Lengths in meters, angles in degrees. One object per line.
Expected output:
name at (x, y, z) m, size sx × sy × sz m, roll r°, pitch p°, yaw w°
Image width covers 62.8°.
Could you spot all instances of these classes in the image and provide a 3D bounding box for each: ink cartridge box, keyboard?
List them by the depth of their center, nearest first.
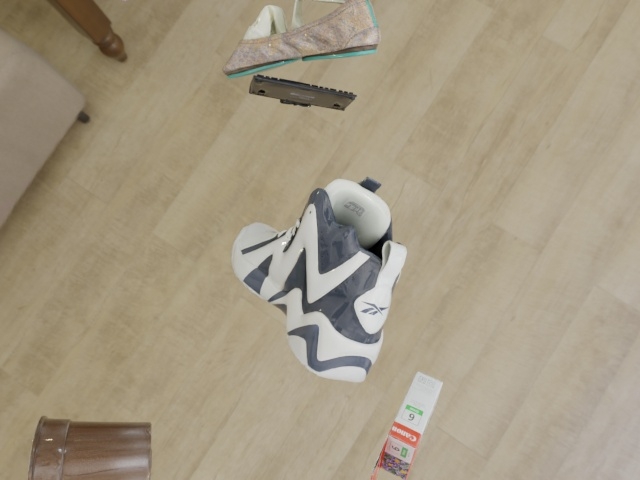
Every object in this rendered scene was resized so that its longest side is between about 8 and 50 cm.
ink cartridge box at (0.078, 0.186, 0.486) m, size 0.029 × 0.063 × 0.115 m, roll 20°, pitch 45°, yaw 18°
keyboard at (-0.035, -0.261, 0.929) m, size 0.180 × 0.108 × 0.023 m, roll 8°, pitch 86°, yaw -14°

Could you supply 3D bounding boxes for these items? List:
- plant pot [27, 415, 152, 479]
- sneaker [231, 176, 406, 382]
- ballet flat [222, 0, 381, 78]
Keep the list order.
plant pot at (-0.349, 0.355, 0.814) m, size 0.165 × 0.167 × 0.167 m, roll 2°, pitch 81°, yaw -18°
sneaker at (0.000, 0.000, 0.489) m, size 0.094 × 0.235 × 0.153 m, roll 18°, pitch 107°, yaw -29°
ballet flat at (-0.044, -0.349, 0.887) m, size 0.315 × 0.107 × 0.106 m, roll 0°, pitch 113°, yaw 29°
